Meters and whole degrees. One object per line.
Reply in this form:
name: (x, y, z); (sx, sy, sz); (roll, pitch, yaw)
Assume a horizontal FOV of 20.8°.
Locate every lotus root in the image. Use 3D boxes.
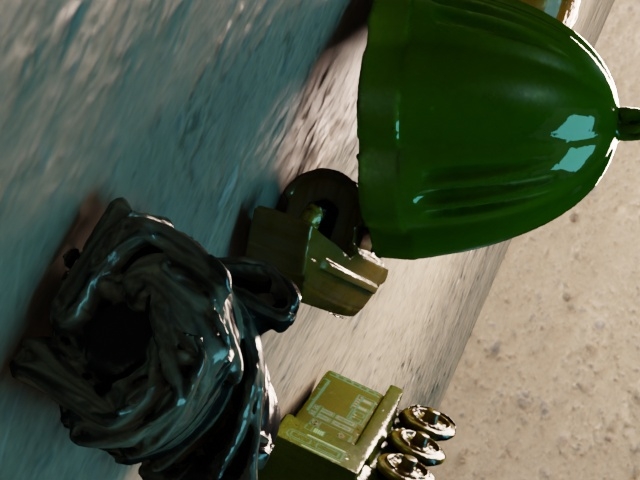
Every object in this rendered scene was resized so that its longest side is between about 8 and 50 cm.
lotus root: (0.119, -0.075, 1.074); (0.186, 0.186, 0.186); (-62, 169, -22)

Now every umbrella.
umbrella: (-0.054, 0.075, 0.877); (0.358, 0.106, 0.113); (67, 44, -76)

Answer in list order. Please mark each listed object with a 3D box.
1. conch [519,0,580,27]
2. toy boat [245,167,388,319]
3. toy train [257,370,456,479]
conch: (0.162, -0.207, 1.278); (0.330, 0.093, 0.109); (-59, -179, 20)
toy boat: (0.000, 0.000, 1.095); (0.226, 0.068, 0.088); (31, 79, -76)
toy train: (0.028, 0.179, 1.431); (0.225, 0.137, 0.090); (-46, 159, -72)
